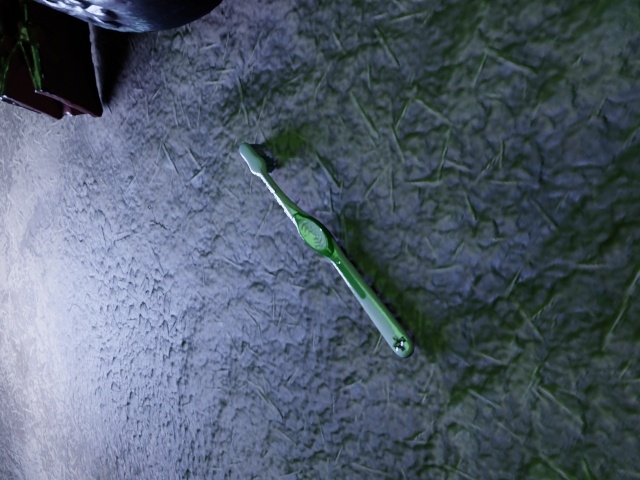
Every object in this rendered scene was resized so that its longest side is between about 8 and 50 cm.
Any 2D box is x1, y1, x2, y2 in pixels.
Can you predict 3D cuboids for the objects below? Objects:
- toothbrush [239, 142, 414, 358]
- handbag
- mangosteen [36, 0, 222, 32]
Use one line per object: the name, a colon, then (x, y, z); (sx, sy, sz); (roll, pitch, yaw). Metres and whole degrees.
toothbrush: (-0.001, 0.000, 0.588); (0.304, 0.030, 0.030); (53, 128, 23)
handbag: (-0.379, -0.302, 0.760); (0.275, 0.084, 0.260); (-158, 64, -80)
mangosteen: (-0.206, -0.362, 0.548); (0.300, 0.300, 0.300); (9, 103, 42)
